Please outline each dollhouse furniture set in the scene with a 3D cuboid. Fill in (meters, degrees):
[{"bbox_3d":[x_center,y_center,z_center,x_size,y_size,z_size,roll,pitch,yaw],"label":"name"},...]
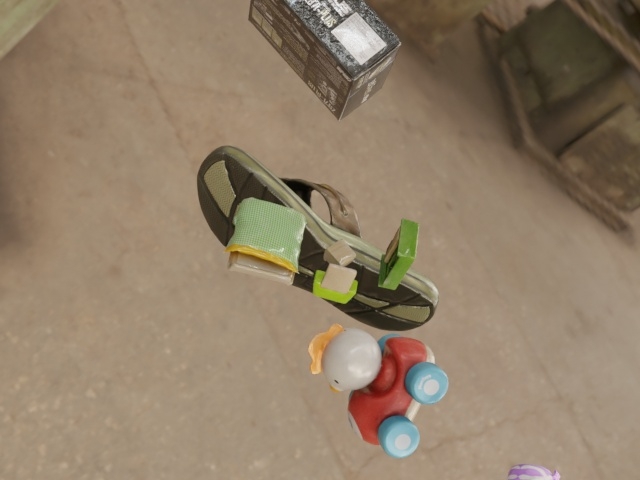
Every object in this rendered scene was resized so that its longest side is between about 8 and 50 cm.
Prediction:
[{"bbox_3d":[0.000,0.000,0.934,0.152,0.058,0.076,15,55,-6],"label":"dollhouse furniture set"}]

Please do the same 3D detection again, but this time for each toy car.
[{"bbox_3d":[0.069,0.247,2.050,0.238,0.210,0.219,26,5,-19],"label":"toy car"}]

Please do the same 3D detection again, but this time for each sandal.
[{"bbox_3d":[-0.002,-0.005,1.191,0.303,0.120,0.086,34,51,-22],"label":"sandal"}]

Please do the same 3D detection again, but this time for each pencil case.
[{"bbox_3d":[0.331,0.466,1.836,0.086,0.088,0.206,51,42,-35],"label":"pencil case"}]

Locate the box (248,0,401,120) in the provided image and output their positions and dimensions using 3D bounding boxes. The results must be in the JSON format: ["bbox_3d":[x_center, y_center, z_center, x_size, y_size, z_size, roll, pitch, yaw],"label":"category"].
[{"bbox_3d":[0.001,-0.254,1.365,0.180,0.077,0.147,49,-14,6],"label":"box"}]
